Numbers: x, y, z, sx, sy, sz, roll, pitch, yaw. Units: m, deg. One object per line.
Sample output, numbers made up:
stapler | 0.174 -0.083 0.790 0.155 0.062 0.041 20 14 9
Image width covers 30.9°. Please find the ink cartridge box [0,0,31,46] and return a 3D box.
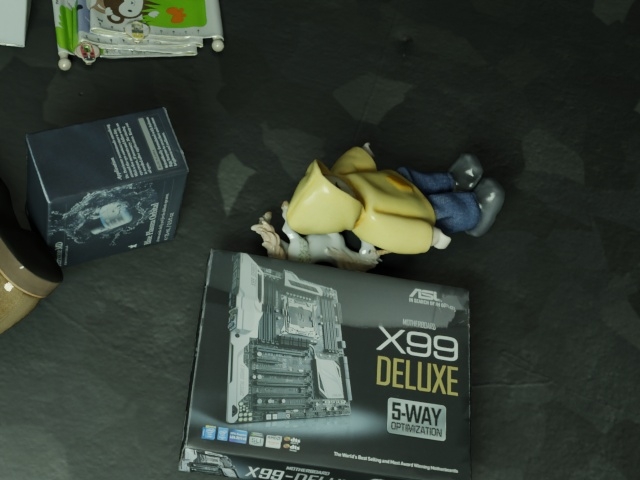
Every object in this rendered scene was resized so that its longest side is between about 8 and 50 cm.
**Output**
ink cartridge box | -0.399 -0.373 1.443 0.093 0.154 0.213 7 57 -11

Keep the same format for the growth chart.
growth chart | -0.240 -0.300 1.520 0.237 0.021 0.172 -9 61 -19

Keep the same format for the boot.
boot | -0.398 -0.020 1.266 0.115 0.112 0.305 -47 55 12

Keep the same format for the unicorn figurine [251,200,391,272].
unicorn figurine | 0.000 0.000 1.377 0.161 0.060 0.111 -22 75 -24

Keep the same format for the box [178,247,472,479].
box | 0.011 0.150 1.275 0.307 0.076 0.243 10 58 -8

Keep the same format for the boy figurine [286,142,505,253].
boy figurine | 0.076 -0.056 1.361 0.285 0.092 0.177 0 44 -37

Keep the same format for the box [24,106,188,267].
box | -0.242 -0.056 1.291 0.158 0.156 0.093 -14 65 -21
